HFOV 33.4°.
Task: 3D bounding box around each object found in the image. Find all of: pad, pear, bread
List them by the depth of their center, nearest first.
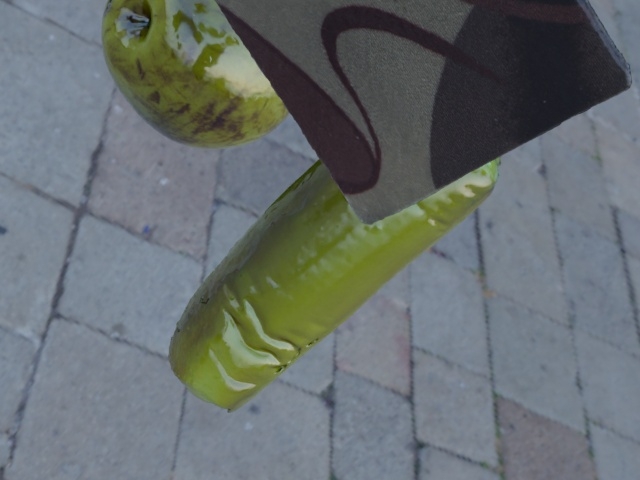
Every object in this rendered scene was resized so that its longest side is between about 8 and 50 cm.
[{"bbox_3d":[0.014,-0.183,0.642,0.330,0.220,0.004,56,40,-6],"label":"pad"},{"bbox_3d":[0.000,0.000,0.986,0.112,0.383,0.166,41,20,-19],"label":"bread"},{"bbox_3d":[-0.154,-0.256,1.409,0.284,0.283,0.283,24,41,-23],"label":"pear"}]
